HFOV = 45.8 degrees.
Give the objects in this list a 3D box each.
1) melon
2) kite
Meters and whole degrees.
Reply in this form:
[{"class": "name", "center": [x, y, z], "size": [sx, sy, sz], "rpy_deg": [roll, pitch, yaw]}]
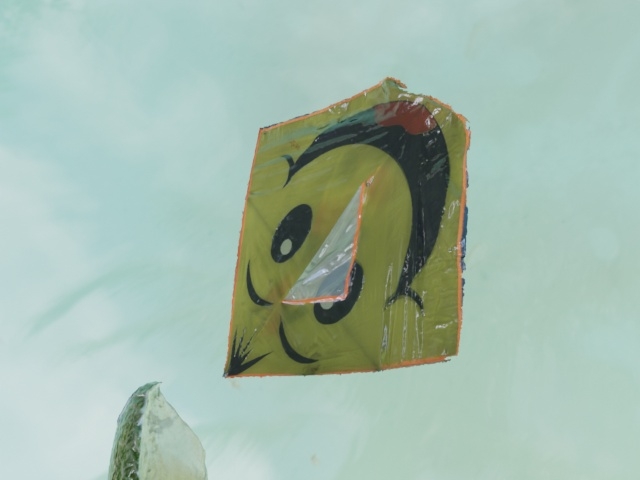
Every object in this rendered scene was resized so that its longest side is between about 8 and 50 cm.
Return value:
[{"class": "melon", "center": [-0.127, 0.221, 0.594], "size": [0.093, 0.139, 0.203], "rpy_deg": [1, 107, -6]}, {"class": "kite", "center": [0.002, 0.001, 0.689], "size": [0.328, 0.013, 0.377], "rpy_deg": [-55, 43, 11]}]
